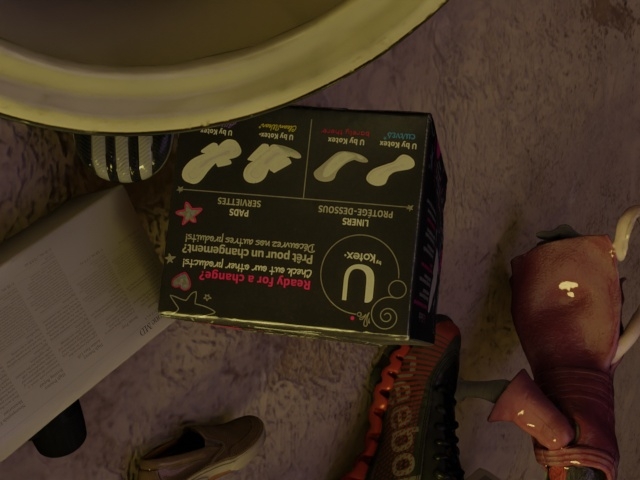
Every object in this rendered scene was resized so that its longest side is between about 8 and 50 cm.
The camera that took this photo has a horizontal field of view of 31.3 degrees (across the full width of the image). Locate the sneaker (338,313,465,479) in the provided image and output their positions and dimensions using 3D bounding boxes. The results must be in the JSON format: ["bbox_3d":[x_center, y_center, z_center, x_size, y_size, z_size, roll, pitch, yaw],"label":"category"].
[{"bbox_3d":[0.102,0.208,1.157,0.097,0.135,0.276,42,66,-53],"label":"sneaker"}]

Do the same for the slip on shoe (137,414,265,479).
[{"bbox_3d":[-0.095,0.167,0.919,0.135,0.051,0.041,-25,112,-43],"label":"slip on shoe"}]

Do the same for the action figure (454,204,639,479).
[{"bbox_3d":[0.301,0.185,1.313,0.248,0.275,0.370,43,37,-37],"label":"action figure"}]

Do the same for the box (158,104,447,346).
[{"bbox_3d":[0.000,0.000,0.798,0.247,0.163,0.142,39,56,-79],"label":"box"}]

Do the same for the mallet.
[{"bbox_3d":[-0.227,0.141,0.716,0.189,0.039,0.062,-31,127,-43],"label":"mallet"}]

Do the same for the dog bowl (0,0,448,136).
[{"bbox_3d":[-0.074,-0.256,0.522,0.407,0.150,0.408,-16,134,-17],"label":"dog bowl"}]

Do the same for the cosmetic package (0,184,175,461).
[{"bbox_3d":[-0.194,0.066,0.684,0.239,0.060,0.099,-40,111,-42],"label":"cosmetic package"}]

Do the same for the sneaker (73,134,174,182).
[{"bbox_3d":[-0.126,-0.149,0.735,0.098,0.083,0.224,-156,-110,-87],"label":"sneaker"}]

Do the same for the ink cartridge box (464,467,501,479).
[{"bbox_3d":[0.134,0.404,1.389,0.181,0.056,0.225,-22,140,-52],"label":"ink cartridge box"}]
